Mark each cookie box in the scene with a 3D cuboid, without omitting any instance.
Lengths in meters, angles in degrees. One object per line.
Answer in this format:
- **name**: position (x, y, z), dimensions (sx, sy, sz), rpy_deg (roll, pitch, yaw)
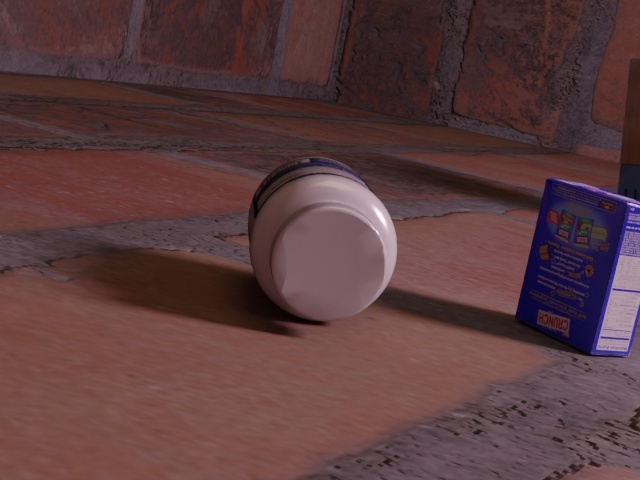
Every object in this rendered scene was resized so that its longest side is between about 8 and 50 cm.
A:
- **cookie box**: position (0.188, 0.018, 0.906), dimensions (0.040, 0.107, 0.092), rpy_deg (7, 10, -29)

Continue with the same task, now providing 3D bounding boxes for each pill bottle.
- **pill bottle**: position (0.000, 0.000, 0.836), dimensions (0.094, 0.094, 0.169), rpy_deg (10, 9, -5)

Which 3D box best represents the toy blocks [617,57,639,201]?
- **toy blocks**: position (0.522, -0.101, 1.643), dimensions (0.190, 0.261, 0.381), rpy_deg (2, 5, -33)
